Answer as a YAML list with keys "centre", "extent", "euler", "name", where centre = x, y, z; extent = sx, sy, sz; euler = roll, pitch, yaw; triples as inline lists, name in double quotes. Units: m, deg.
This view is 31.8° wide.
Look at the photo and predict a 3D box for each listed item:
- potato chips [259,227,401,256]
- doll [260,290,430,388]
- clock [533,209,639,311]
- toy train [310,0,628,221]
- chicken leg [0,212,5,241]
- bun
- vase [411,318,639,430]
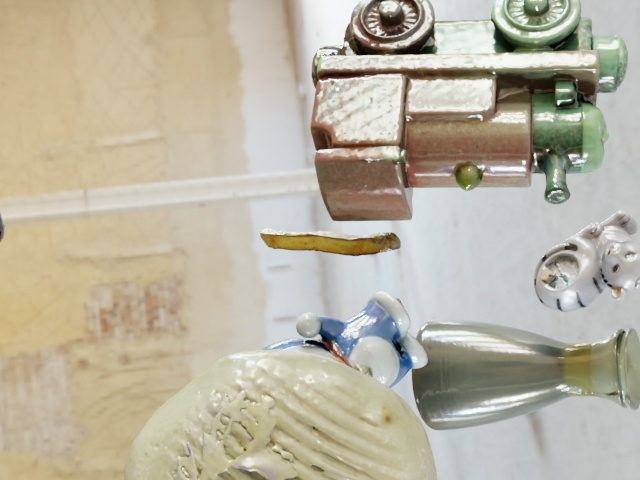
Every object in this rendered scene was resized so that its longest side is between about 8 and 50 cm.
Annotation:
- centre: [0.000, 0.000, 1.215]
  extent: [0.204, 0.037, 0.026]
  euler: [1, 108, 47]
  name: "potato chips"
- centre: [0.018, 0.181, 1.419]
  extent: [0.215, 0.257, 0.161]
  euler: [59, 165, -21]
  name: "doll"
- centre: [0.391, 0.049, 1.597]
  extent: [0.080, 0.176, 0.117]
  euler: [44, -161, -40]
  name: "clock"
- centre: [0.136, -0.128, 1.063]
  extent: [0.150, 0.304, 0.222]
  euler: [72, -159, -54]
  name: "toy train"
- centre: [-0.369, -0.179, 1.088]
  extent: [0.158, 0.095, 0.407]
  euler: [-70, -27, -53]
  name: "chicken leg"
- centre: [-0.037, 0.223, 0.995]
  extent: [0.168, 0.272, 0.273]
  euler: [88, 176, -83]
  name: "bun"
- centre: [0.312, 0.195, 1.688]
  extent: [0.173, 0.321, 0.173]
  euler: [-6, -90, -65]
  name: "vase"
